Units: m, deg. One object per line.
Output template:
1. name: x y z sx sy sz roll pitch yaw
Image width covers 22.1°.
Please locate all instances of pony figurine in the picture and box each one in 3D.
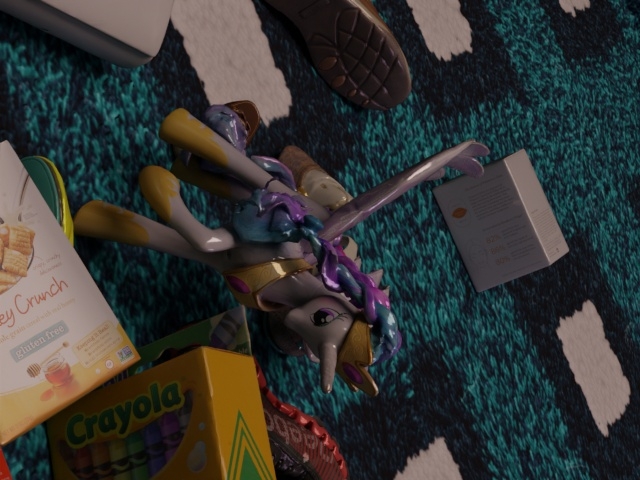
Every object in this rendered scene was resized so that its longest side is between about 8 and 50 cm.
1. pony figurine: -0.024 0.002 1.734 0.363 0.303 0.351 34 34 15

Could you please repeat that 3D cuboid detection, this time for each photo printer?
1. photo printer: -0.271 -0.348 1.719 0.307 0.107 0.256 24 77 -51

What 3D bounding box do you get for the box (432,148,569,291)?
1. box: 0.267 -0.030 2.429 0.091 0.130 0.171 -26 93 -60

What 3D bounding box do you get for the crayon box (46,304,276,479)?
1. crayon box: -0.143 0.235 1.506 0.083 0.203 0.323 18 55 -53

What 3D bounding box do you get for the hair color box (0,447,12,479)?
1. hair color box: -0.290 0.252 1.365 0.053 0.093 0.167 -17 84 -59

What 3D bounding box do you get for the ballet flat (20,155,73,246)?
1. ballet flat: -0.269 0.035 1.582 0.077 0.077 0.231 48 34 -65

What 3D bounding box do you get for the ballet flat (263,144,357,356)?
1. ballet flat: 0.000 0.000 1.997 0.107 0.106 0.316 39 40 -40

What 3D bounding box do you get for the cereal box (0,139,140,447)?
1. cereal box: -0.291 0.048 1.470 0.173 0.047 0.240 -33 92 -40

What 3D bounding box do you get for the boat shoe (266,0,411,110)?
1. boat shoe: 0.024 -0.319 2.247 0.324 0.123 0.116 51 31 -28

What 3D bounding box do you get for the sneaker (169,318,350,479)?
1. sneaker: -0.072 0.214 1.743 0.276 0.097 0.135 49 34 -24

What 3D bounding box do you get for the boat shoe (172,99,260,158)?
1. boat shoe: -0.109 -0.128 1.952 0.064 0.060 0.178 62 30 -9
